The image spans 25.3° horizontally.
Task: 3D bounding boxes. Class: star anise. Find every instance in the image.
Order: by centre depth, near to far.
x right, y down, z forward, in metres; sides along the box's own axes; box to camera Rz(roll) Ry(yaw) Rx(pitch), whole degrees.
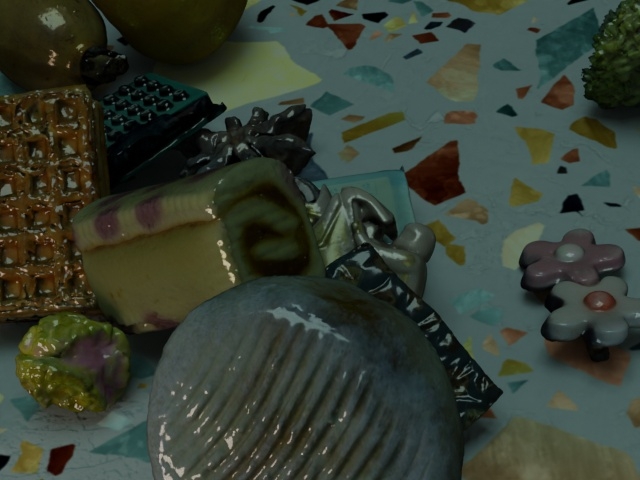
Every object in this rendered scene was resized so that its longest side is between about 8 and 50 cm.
[{"bbox_3d":[-0.116,-0.124,2.071,0.236,0.093,0.229,16,51,33],"label":"star anise"}]

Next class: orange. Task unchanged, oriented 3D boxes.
[{"bbox_3d":[-0.241,-0.417,2.276,0.235,0.279,0.279,-40,42,13],"label":"orange"}]

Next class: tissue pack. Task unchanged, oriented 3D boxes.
[{"bbox_3d":[0.000,0.000,1.927,0.263,0.089,0.177,-11,42,3],"label":"tissue pack"}]

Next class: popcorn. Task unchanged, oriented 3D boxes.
[{"bbox_3d":[-0.310,0.153,1.792,0.145,0.126,0.126,-10,19,-23],"label":"popcorn"}]

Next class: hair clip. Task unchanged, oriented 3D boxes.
[{"bbox_3d":[0.334,0.065,1.813,0.146,0.075,0.257,-14,38,2],"label":"hair clip"}]

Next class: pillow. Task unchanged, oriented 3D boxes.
[{"bbox_3d":[0.065,0.145,1.683,0.189,0.034,0.255,-40,78,-5],"label":"pillow"}]

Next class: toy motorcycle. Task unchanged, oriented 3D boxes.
[{"bbox_3d":[0.045,0.059,1.779,0.222,0.108,0.341,-15,70,7],"label":"toy motorcycle"}]

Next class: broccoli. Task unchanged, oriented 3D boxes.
[{"bbox_3d":[0.527,-0.207,1.996,0.353,0.275,0.397,5,63,41],"label":"broccoli"}]

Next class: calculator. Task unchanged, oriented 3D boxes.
[{"bbox_3d":[-0.299,-0.161,2.111,0.274,0.058,0.248,-35,29,-17],"label":"calculator"}]

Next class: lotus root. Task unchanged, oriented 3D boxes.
[{"bbox_3d":[-0.417,-0.312,2.268,0.182,0.183,0.310,-36,50,-26],"label":"lotus root"}]

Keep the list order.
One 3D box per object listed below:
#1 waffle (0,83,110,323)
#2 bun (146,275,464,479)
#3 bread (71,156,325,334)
[{"bbox_3d":[-0.390,-0.046,1.919,0.212,0.091,0.308,-5,80,0],"label":"waffle"},{"bbox_3d":[-0.015,0.208,1.553,0.361,0.362,0.211,1,10,11],"label":"bun"},{"bbox_3d":[-0.152,0.010,1.752,0.155,0.187,0.338,-23,7,-38],"label":"bread"}]
